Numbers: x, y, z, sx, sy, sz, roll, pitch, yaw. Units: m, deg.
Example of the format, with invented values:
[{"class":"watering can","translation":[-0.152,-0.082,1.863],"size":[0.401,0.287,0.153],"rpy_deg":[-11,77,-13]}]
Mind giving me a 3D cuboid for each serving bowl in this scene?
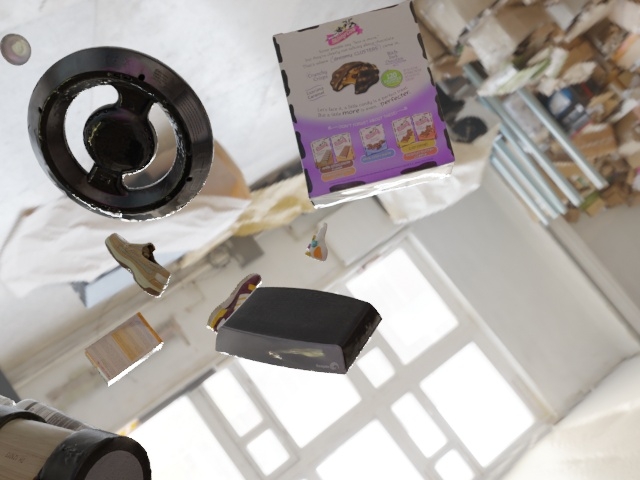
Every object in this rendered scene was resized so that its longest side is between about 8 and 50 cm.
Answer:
[{"class":"serving bowl","translation":[-0.786,-0.497,1.959],"size":[0.083,0.083,0.027],"rpy_deg":[-42,-168,22]}]

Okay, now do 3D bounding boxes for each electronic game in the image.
[{"class":"electronic game","translation":[-0.244,-0.125,0.924],"size":[0.229,0.229,0.048],"rpy_deg":[-43,-161,26]}]

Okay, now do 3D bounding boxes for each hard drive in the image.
[{"class":"hard drive","translation":[-0.041,0.145,1.291],"size":[0.255,0.054,0.172],"rpy_deg":[6,-147,29]}]

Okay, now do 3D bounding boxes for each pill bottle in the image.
[{"class":"pill bottle","translation":[-0.640,0.472,1.729],"size":[0.176,0.318,0.176],"rpy_deg":[22,90,-83]}]

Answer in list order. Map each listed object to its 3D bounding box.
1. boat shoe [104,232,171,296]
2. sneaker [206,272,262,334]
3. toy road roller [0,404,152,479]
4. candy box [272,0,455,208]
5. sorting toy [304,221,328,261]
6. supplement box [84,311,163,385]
[{"class":"boat shoe","translation":[-0.358,0.032,1.513],"size":[0.072,0.190,0.068],"rpy_deg":[-54,152,6]},{"class":"sneaker","translation":[-0.176,0.155,1.726],"size":[0.185,0.084,0.069],"rpy_deg":[-49,167,-34]},{"class":"toy road roller","translation":[-0.262,0.333,0.725],"size":[0.202,0.329,0.240],"rpy_deg":[2,-137,35]},{"class":"candy box","translation":[0.048,-0.153,0.861],"size":[0.165,0.196,0.070],"rpy_deg":[-13,170,3]},{"class":"sorting toy","translation":[0.000,0.000,1.507],"size":[0.083,0.045,0.075],"rpy_deg":[-102,-150,-89]},{"class":"supplement box","translation":[-0.296,0.162,1.136],"size":[0.098,0.062,0.036],"rpy_deg":[-36,172,-27]}]
